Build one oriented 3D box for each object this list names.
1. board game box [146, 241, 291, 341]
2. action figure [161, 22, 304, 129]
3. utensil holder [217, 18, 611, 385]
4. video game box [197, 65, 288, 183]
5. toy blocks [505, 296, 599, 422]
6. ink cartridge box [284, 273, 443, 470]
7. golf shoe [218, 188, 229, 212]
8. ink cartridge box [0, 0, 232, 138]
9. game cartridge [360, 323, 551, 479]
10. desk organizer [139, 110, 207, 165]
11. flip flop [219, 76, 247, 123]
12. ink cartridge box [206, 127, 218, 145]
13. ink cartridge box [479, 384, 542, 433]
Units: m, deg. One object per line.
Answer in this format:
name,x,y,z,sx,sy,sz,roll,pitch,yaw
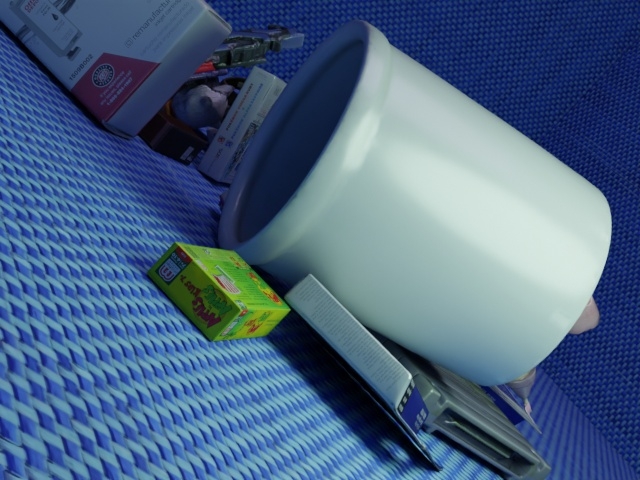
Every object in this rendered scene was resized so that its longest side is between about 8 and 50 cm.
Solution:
board game box,-0.097,0.052,1.164,0.092,0.043,0.181,45,7,12
action figure,-0.208,-0.293,1.976,0.341,0.178,0.330,-7,38,-19
utensil holder,0.120,-0.037,1.461,0.385,0.327,0.327,30,11,-18
video game box,-0.113,-0.180,1.893,0.048,0.187,0.205,28,4,9
toy blocks,0.255,0.108,1.840,0.288,0.309,0.260,-103,176,-59
ink cartridge box,0.065,0.152,1.308,0.224,0.045,0.223,46,-5,19
golf shoe,0.000,0.000,1.654,0.306,0.140,0.115,41,5,-31
ink cartridge box,-0.294,-0.307,1.550,0.283,0.207,0.117,44,5,13
game cartridge,0.168,0.215,1.644,0.355,0.068,0.230,37,5,-45
desk organizer,-0.220,-0.154,1.713,0.050,0.047,0.130,43,6,17
flip flop,-0.141,-0.258,2.106,0.277,0.080,0.112,-2,12,43
ink cartridge box,-0.099,-0.202,2.169,0.311,0.186,0.065,-84,165,-80
ink cartridge box,0.246,0.219,2.027,0.176,0.069,0.371,42,4,-20
